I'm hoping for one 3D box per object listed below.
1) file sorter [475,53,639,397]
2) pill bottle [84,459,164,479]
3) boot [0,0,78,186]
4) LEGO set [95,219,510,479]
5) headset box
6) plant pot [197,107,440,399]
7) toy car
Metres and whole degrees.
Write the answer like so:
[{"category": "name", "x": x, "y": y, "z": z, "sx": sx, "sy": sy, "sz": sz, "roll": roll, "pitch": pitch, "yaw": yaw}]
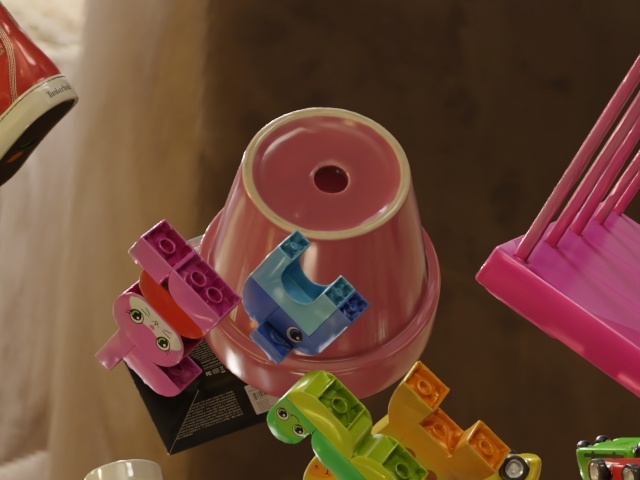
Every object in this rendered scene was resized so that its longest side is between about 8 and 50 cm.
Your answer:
[{"category": "file sorter", "x": 0.240, "y": -0.010, "z": 0.839, "sx": 0.202, "sy": 0.290, "sz": 0.182, "roll": 36, "pitch": 105, "yaw": 13}, {"category": "pill bottle", "x": -0.150, "y": 0.252, "z": 1.353, "sx": 0.078, "sy": 0.078, "sz": 0.137, "roll": -45, "pitch": 49, "yaw": 47}, {"category": "boot", "x": -0.344, "y": -0.135, "z": 1.554, "sx": 0.244, "sy": 0.088, "sz": 0.176, "roll": -40, "pitch": 85, "yaw": 37}, {"category": "LEGO set", "x": 0.000, "y": 0.088, "z": 0.740, "sx": 0.093, "sy": 0.227, "sz": 0.087, "roll": -45, "pitch": -2, "yaw": 38}, {"category": "headset box", "x": -0.058, "y": 0.062, "z": 1.615, "sx": 0.293, "sy": 0.218, "sz": 0.110, "roll": -89, "pitch": -23, "yaw": -69}, {"category": "plant pot", "x": 0.000, "y": 0.000, "z": 1.330, "sx": 0.180, "sy": 0.201, "sz": 0.201, "roll": 94, "pitch": 167, "yaw": -53}, {"category": "toy car", "x": 0.222, "y": 0.191, "z": 1.347, "sx": 0.239, "sy": 0.225, "sz": 0.053, "roll": -2, "pitch": 89, "yaw": 33}]
